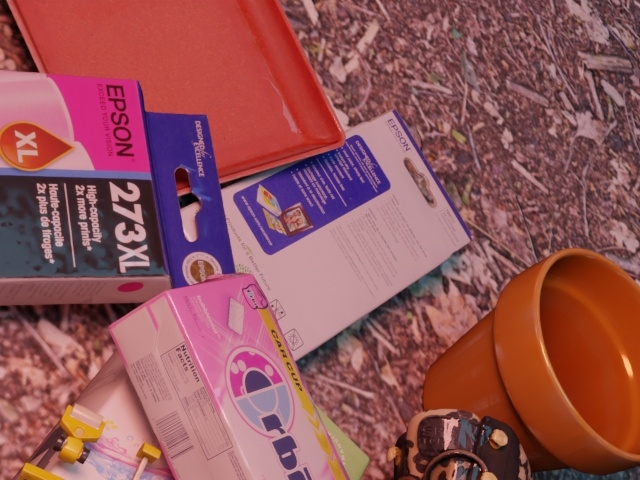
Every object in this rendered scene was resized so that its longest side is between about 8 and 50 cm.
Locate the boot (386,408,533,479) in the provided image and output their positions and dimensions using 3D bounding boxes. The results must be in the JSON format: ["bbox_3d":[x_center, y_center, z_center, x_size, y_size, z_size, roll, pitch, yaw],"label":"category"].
[{"bbox_3d":[0.087,0.266,1.018,0.377,0.138,0.284,50,36,-42],"label":"boot"}]

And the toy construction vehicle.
[{"bbox_3d":[-0.153,0.162,0.829,0.086,0.035,0.098,25,47,-11],"label":"toy construction vehicle"}]

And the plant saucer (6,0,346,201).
[{"bbox_3d":[-0.138,-0.160,1.147,0.258,0.048,0.259,-20,78,-34],"label":"plant saucer"}]

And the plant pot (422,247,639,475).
[{"bbox_3d":[0.205,0.136,1.209,0.205,0.188,0.205,23,53,-33],"label":"plant pot"}]

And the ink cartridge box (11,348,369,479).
[{"bbox_3d":[-0.131,0.231,0.912,0.207,0.119,0.353,45,45,-11],"label":"ink cartridge box"}]

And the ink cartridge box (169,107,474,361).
[{"bbox_3d":[0.000,0.000,1.199,0.333,0.065,0.165,-28,86,-45],"label":"ink cartridge box"}]

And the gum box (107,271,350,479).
[{"bbox_3d":[-0.062,0.115,0.892,0.107,0.062,0.188,-10,72,-59],"label":"gum box"}]

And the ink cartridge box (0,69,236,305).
[{"bbox_3d":[-0.231,-0.040,0.974,0.371,0.069,0.175,1,67,-32],"label":"ink cartridge box"}]
